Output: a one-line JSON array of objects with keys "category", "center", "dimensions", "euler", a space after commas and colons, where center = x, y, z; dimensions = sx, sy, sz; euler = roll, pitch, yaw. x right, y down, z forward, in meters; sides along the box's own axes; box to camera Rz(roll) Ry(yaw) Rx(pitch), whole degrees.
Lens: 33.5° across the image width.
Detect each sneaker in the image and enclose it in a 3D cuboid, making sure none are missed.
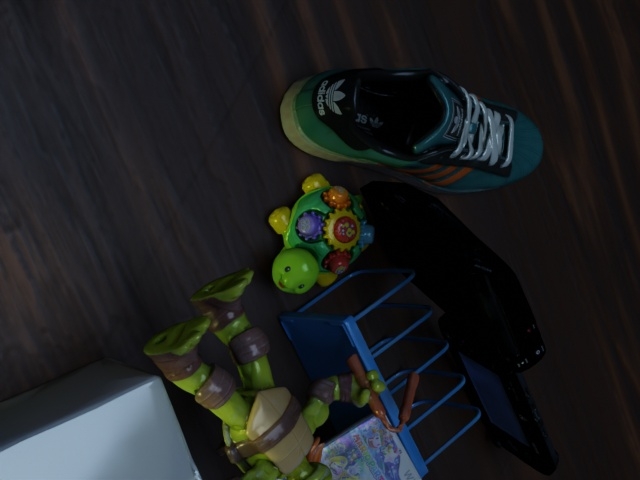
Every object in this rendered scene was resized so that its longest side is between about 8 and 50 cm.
[{"category": "sneaker", "center": [0.118, -0.106, 1.052], "dimensions": [0.302, 0.121, 0.108], "euler": [6, 88, -29]}]

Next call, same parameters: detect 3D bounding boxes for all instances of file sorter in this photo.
[{"category": "file sorter", "center": [0.062, 0.122, 1.026], "dimensions": [0.104, 0.118, 0.170], "euler": [-33, 106, -28]}]

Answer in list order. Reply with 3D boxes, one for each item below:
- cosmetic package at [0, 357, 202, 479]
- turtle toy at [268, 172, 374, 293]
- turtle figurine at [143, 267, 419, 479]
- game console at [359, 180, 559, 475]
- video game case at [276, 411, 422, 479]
[{"category": "cosmetic package", "center": [-0.278, 0.264, 0.817], "dimensions": [0.385, 0.156, 0.217], "euler": [-21, 100, -29]}, {"category": "turtle toy", "center": [0.000, 0.000, 1.018], "dimensions": [0.130, 0.066, 0.095], "euler": [-46, 111, -21]}, {"category": "turtle figurine", "center": [-0.039, 0.135, 0.867], "dimensions": [0.269, 0.087, 0.217], "euler": [-41, 111, -34]}, {"category": "game console", "center": [0.156, 0.102, 1.021], "dimensions": [0.044, 0.213, 0.361], "euler": [-34, 123, -8]}, {"category": "video game case", "center": [0.023, 0.218, 0.951], "dimensions": [0.122, 0.011, 0.087], "euler": [-31, 101, -9]}]
